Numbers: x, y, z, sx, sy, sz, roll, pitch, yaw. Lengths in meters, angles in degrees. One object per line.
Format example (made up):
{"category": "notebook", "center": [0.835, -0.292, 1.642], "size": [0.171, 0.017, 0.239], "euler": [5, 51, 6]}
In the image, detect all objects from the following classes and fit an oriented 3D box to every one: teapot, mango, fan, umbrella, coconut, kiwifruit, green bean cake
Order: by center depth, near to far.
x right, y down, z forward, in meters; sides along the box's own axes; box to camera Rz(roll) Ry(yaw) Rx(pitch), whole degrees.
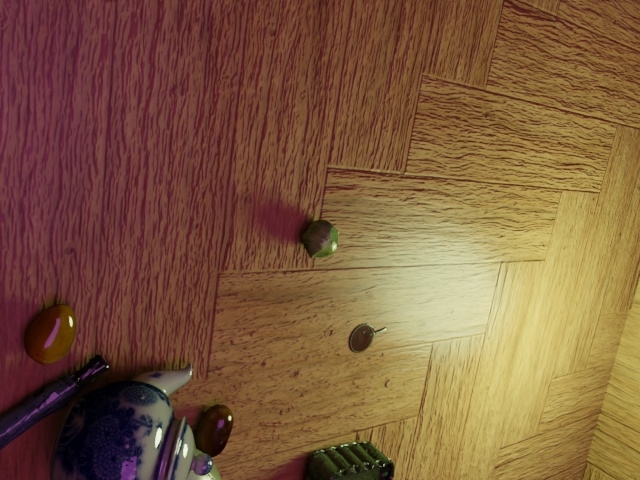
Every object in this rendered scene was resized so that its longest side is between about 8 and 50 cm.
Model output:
{"category": "mango", "center": [-0.485, 0.168, 1.005], "size": [0.080, 0.060, 0.115], "euler": [13, 93, -41]}
{"category": "umbrella", "center": [-0.510, 0.304, 1.036], "size": [0.250, 0.052, 0.053], "euler": [-34, 122, -22]}
{"category": "teapot", "center": [-0.341, 0.400, 1.043], "size": [0.279, 0.424, 0.252], "euler": [13, 134, -6]}
{"category": "kiwifruit", "center": [-0.241, 0.432, 1.265], "size": [0.075, 0.075, 0.125], "euler": [12, 102, -38]}
{"category": "coconut", "center": [0.000, 0.000, 1.293], "size": [0.087, 0.087, 0.096], "euler": [33, 79, -38]}
{"category": "fan", "center": [0.133, 0.261, 1.524], "size": [0.133, 0.005, 0.085], "euler": [-14, 112, -31]}
{"category": "green bean cake", "center": [0.068, 0.702, 1.545], "size": [0.240, 0.132, 0.255], "euler": [-2, 108, -35]}

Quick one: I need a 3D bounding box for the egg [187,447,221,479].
{"category": "egg", "center": [-0.296, 0.548, 1.193], "size": [0.183, 0.183, 0.217], "euler": [-42, 132, -18]}
